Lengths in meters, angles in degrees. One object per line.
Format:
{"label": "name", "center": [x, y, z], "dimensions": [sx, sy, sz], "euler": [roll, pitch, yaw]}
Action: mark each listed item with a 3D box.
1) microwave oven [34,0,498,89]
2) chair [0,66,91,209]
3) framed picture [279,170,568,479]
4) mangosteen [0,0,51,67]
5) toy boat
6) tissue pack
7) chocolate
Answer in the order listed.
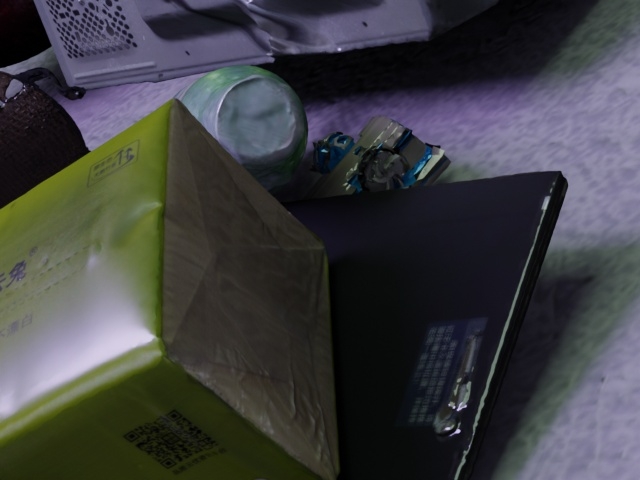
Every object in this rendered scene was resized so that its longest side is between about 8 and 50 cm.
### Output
{"label": "microwave oven", "center": [-0.013, -0.294, 1.353], "dimensions": [0.432, 0.236, 0.374], "euler": [-2, 24, 47]}
{"label": "chair", "center": [-0.267, -0.067, 1.440], "dimensions": [0.149, 0.174, 0.213], "euler": [-44, 40, -11]}
{"label": "framed picture", "center": [-0.023, 0.078, 1.033], "dimensions": [0.338, 0.014, 0.255], "euler": [-6, 52, 43]}
{"label": "mangosteen", "center": [-0.310, -0.302, 1.656], "dimensions": [0.297, 0.293, 0.297], "euler": [-5, 72, 15]}
{"label": "toy boat", "center": [0.000, 0.000, 1.151], "dimensions": [0.210, 0.066, 0.084], "euler": [-51, 31, -8]}
{"label": "tissue pack", "center": [-0.145, 0.086, 0.994], "dimensions": [0.274, 0.167, 0.200], "euler": [-29, 38, 23]}
{"label": "chocolate", "center": [-0.056, -0.071, 1.158], "dimensions": [0.110, 0.110, 0.291], "euler": [-37, 5, -6]}
